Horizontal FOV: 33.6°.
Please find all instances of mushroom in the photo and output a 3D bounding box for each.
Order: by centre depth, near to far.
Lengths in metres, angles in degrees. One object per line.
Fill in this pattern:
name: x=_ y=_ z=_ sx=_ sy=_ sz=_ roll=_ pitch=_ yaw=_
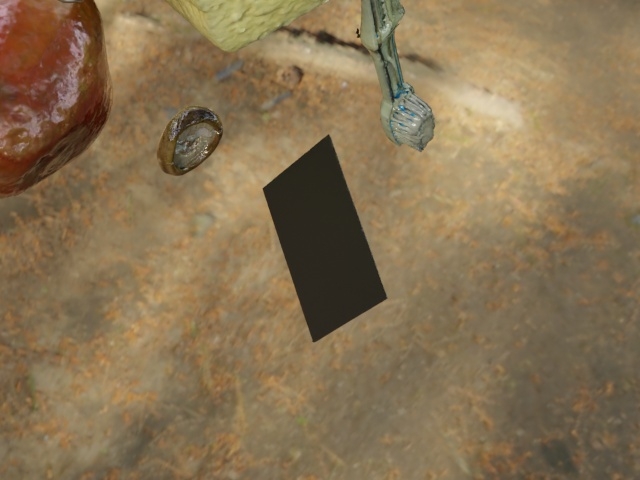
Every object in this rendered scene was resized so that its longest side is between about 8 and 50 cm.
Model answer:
mushroom: x=-0.207 y=-0.156 z=1.644 sx=0.052 sy=0.123 sz=0.123 roll=40 pitch=46 yaw=25

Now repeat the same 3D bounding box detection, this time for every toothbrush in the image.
toothbrush: x=0.028 y=-0.115 z=0.493 sx=0.028 sy=0.294 sz=0.026 roll=35 pitch=78 yaw=23

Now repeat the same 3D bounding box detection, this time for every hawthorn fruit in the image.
hawthorn fruit: x=-0.310 y=-0.142 z=1.004 sx=0.224 sy=0.224 sz=0.261 roll=18 pitch=46 yaw=-11

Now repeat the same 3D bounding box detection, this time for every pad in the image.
pad: x=0.000 y=0.000 z=1.465 sx=0.006 sy=0.170 sz=0.245 roll=-3 pitch=67 yaw=-42

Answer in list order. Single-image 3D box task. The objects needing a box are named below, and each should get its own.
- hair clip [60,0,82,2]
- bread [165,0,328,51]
hair clip: x=-0.061 y=-0.185 z=0.397 sx=0.062 sy=0.214 sz=0.056 roll=37 pitch=41 yaw=5
bread: x=-0.071 y=-0.402 z=1.150 sx=0.346 sy=0.242 sz=0.405 roll=-37 pitch=58 yaw=-2
